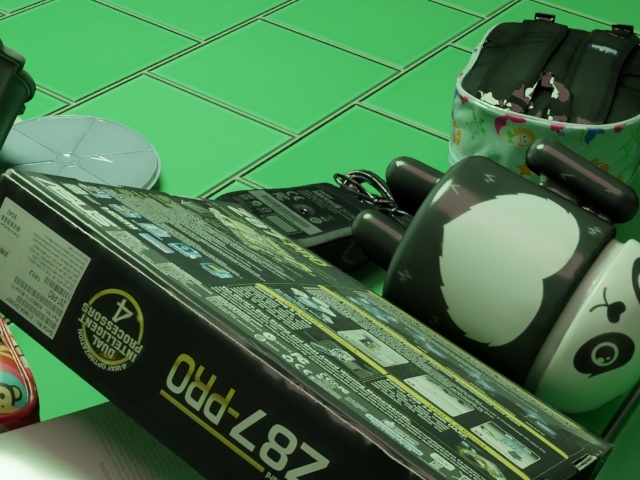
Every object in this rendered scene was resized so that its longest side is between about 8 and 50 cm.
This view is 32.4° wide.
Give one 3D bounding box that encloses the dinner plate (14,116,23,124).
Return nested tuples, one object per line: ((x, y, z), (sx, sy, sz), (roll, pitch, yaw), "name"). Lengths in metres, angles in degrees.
((-0.407, -0.125, 1.263), (0.141, 0.017, 0.141), (4, 33, -2), "dinner plate")

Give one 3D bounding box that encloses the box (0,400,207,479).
((-0.155, 0.191, 0.746), (0.170, 0.130, 0.091), (-13, 40, -26), "box")

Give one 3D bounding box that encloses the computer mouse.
((0.000, 0.000, 1.108), (0.272, 0.072, 0.188), (-6, 33, -38), "computer mouse")

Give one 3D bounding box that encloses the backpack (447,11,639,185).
((0.255, -0.129, 1.216), (0.225, 0.191, 0.253), (14, 28, 16), "backpack")

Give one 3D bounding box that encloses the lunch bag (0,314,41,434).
((-0.375, 0.120, 0.823), (0.293, 0.120, 0.258), (-15, 39, -26), "lunch bag")

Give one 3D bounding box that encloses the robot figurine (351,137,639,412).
((0.165, 0.032, 0.967), (0.278, 0.209, 0.173), (31, 33, 17), "robot figurine")

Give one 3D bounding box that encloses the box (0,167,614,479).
((-0.010, 0.089, 0.788), (0.395, 0.097, 0.318), (33, 13, 22), "box")

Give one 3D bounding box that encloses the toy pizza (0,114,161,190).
((-0.275, -0.076, 1.199), (0.201, 0.032, 0.201), (5, 35, -3), "toy pizza")

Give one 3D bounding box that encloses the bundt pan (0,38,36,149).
((-0.448, -0.136, 1.050), (0.331, 0.331, 0.124), (8, 71, 3), "bundt pan")
